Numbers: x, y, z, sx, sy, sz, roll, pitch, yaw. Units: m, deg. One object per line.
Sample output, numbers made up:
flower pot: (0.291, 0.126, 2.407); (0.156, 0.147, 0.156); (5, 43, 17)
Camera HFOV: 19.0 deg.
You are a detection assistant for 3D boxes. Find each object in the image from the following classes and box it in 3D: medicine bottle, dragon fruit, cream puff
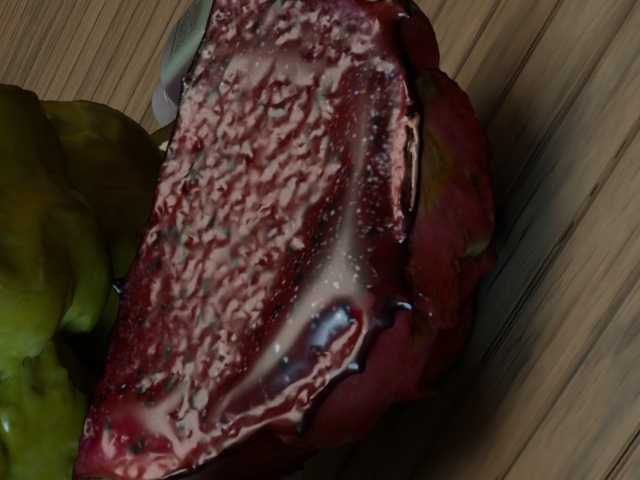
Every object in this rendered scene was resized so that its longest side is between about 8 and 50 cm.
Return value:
medicine bottle: (-0.059, -0.107, 1.191); (0.118, 0.074, 0.055); (-42, 34, 54)
dragon fruit: (0.000, 0.000, 0.847); (0.189, 0.163, 0.261); (52, -130, -73)
cream puff: (-0.160, 0.052, 0.953); (0.324, 0.257, 0.291); (-55, 47, 49)

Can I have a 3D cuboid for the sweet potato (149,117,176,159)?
sweet potato: (-0.080, -0.045, 1.182); (0.269, 0.075, 0.074); (127, 155, -46)
